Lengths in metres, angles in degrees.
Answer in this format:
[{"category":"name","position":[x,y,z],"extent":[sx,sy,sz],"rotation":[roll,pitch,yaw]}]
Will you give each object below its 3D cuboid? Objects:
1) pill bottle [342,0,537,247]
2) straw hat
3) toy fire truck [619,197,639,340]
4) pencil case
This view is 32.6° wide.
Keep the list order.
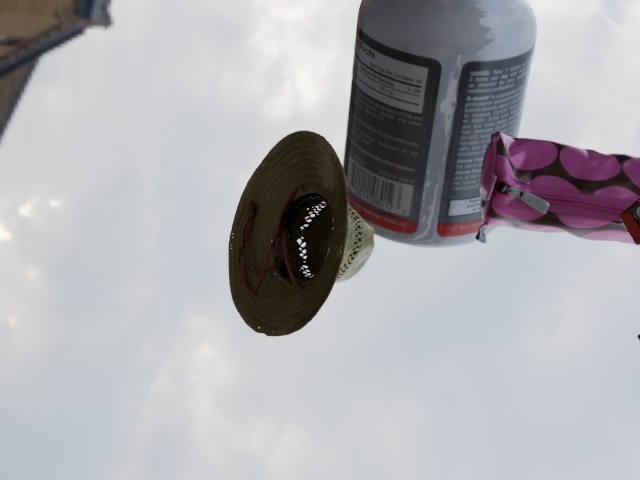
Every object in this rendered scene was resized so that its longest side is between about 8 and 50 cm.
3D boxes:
[{"category":"pill bottle","position":[0.141,-0.192,1.294],"extent":[0.210,0.210,0.363],"rotation":[43,-43,45]},{"category":"straw hat","position":[0.000,0.000,0.725],"extent":[0.144,0.061,0.144],"rotation":[-22,-117,52]},{"category":"toy fire truck","position":[0.292,0.013,0.803],"extent":[0.135,0.047,0.192],"rotation":[57,-30,-4]},{"category":"pencil case","position":[0.236,-0.034,0.905],"extent":[0.098,0.209,0.095],"rotation":[-3,100,-82]}]
